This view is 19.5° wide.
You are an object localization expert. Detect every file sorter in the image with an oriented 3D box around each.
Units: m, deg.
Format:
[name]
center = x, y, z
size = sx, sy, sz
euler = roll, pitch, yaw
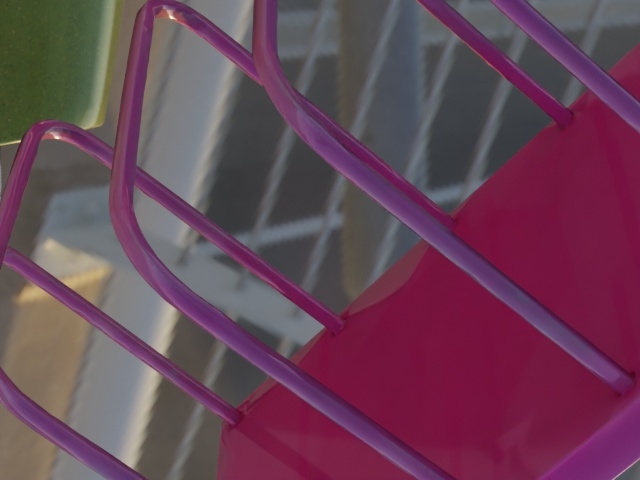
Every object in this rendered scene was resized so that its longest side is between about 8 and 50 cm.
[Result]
[file sorter]
center = 0.000, 0.000, 0.660
size = 0.291, 0.182, 0.202
euler = -43, -158, 23

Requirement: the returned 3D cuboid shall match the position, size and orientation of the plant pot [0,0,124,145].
[plant pot]
center = -0.222, -0.201, 1.108
size = 0.275, 0.275, 0.293
euler = -18, 101, -53
